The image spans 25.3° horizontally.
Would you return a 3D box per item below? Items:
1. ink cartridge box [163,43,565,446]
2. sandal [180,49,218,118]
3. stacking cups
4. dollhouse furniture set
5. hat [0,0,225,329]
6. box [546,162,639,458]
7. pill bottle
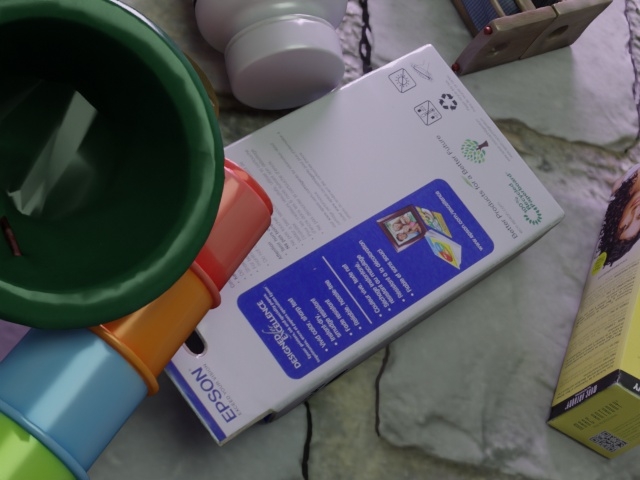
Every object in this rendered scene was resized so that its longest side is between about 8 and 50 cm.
[{"bbox_3d":[0.000,0.000,0.945,0.333,0.065,0.165,-29,79,-35],"label":"ink cartridge box"},{"bbox_3d":[-0.153,-0.107,0.945,0.180,0.049,0.072,17,51,1],"label":"sandal"},{"bbox_3d":[-0.145,0.082,0.775,0.096,0.096,0.316,37,67,-2],"label":"stacking cups"},{"bbox_3d":[0.160,-0.237,1.072,0.129,0.183,0.129,-20,74,-32],"label":"dollhouse furniture set"},{"bbox_3d":[-0.159,-0.048,0.814,0.173,0.183,0.208,-33,92,-10],"label":"hat"},{"bbox_3d":[0.233,0.036,1.022,0.058,0.087,0.232,30,54,-11],"label":"box"},{"bbox_3d":[-0.040,-0.195,1.003,0.108,0.108,0.193,-1,65,-25],"label":"pill bottle"}]
